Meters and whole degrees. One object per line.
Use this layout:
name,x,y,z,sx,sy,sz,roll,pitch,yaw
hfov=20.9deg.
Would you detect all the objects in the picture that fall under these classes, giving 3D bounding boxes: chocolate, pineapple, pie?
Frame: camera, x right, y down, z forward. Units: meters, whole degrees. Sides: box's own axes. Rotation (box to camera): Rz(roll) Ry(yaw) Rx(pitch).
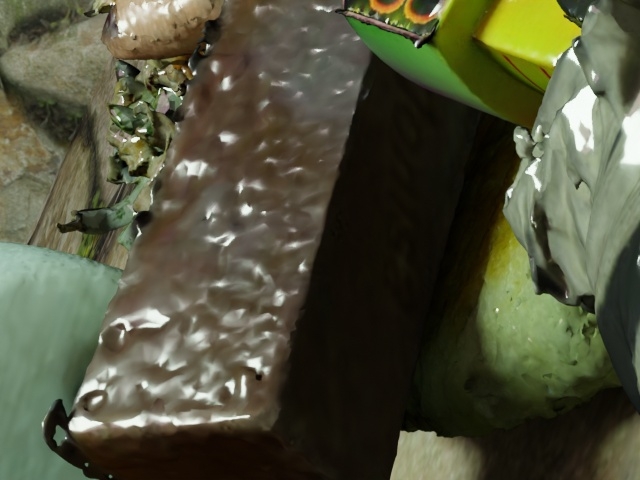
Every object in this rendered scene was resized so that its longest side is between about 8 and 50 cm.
chocolate,-0.001,-0.021,0.768,0.112,0.112,0.321,-5,55,37
pineapple,-0.075,-0.097,1.251,0.262,0.262,0.272,-92,17,-56
pie,0.105,-0.045,0.801,0.323,0.070,0.323,-59,16,28

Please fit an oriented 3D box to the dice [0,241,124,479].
dice,-0.170,0.168,1.068,0.268,0.264,0.263,-34,37,66

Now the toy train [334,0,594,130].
toy train,0.131,-0.095,0.587,0.296,0.100,0.161,27,91,56

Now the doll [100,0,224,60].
doll,0.019,-0.174,1.029,0.303,0.156,0.201,-22,48,22

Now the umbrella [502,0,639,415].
umbrella,0.135,0.091,0.390,0.113,0.106,0.358,119,146,-48
